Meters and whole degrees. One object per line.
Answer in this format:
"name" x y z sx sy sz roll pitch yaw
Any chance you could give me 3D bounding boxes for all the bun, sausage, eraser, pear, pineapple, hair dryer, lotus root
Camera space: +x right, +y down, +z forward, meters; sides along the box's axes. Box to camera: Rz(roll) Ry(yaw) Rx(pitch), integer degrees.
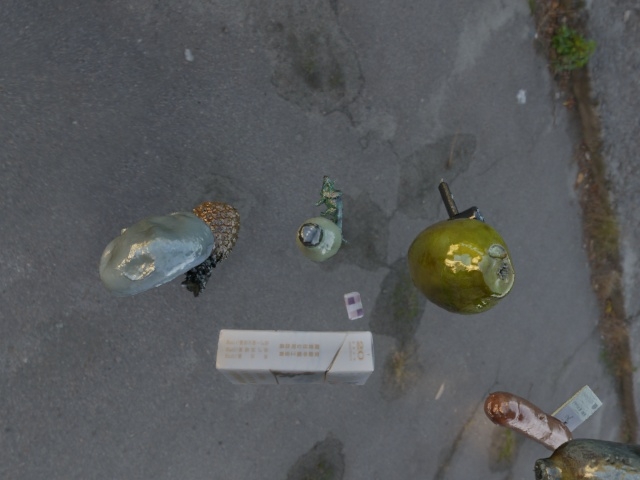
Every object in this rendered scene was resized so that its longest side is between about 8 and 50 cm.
"bun" -0.484 0.027 1.432 0.354 0.354 0.194 -30 98 -29
"sausage" 0.556 0.479 1.283 0.419 0.094 0.094 33 106 -34
"eraser" 0.133 0.264 1.974 0.065 0.026 0.105 -16 100 -12
"pear" 0.375 0.069 1.311 0.269 0.321 0.269 -6 103 -28
"pineapple" -0.402 0.035 1.747 0.202 0.202 0.362 45 35 -38
"hair dryer" 0.416 -0.109 1.513 0.124 0.219 0.071 -31 145 26
"lotus root" 0.660 0.525 1.080 0.175 0.349 0.175 9 90 -75

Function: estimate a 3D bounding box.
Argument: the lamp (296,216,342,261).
"lamp" 0.000 0.000 1.093 0.101 0.101 0.250 -67 167 -2

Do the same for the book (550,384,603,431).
"book" 0.835 0.565 1.605 0.181 0.014 0.127 -43 116 4

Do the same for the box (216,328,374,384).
"box" -0.037 0.191 0.785 0.149 0.233 0.067 88 2 -68

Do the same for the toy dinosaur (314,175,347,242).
"toy dinosaur" 0.043 -0.127 2.043 0.079 0.119 0.292 -36 126 -60
